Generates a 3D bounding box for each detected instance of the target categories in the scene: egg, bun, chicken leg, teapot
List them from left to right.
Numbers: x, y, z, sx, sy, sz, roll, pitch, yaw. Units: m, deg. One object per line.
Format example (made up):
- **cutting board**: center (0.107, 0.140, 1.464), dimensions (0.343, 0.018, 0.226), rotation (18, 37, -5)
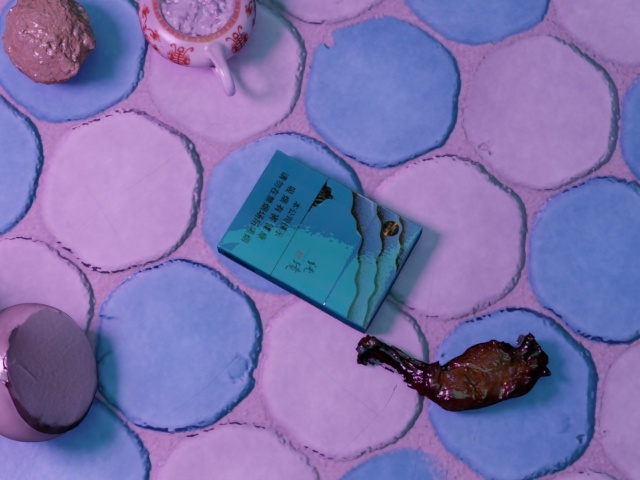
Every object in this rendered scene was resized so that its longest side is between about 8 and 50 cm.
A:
- **bun**: center (-0.368, 0.167, 1.530), dimensions (0.119, 0.173, 0.173), rotation (-14, 71, 32)
- **egg**: center (-0.369, -0.275, 1.672), dimensions (0.118, 0.116, 0.140), rotation (-18, 72, 23)
- **teapot**: center (-0.164, -0.303, 1.688), dimensions (0.159, 0.116, 0.245), rotation (-23, 73, -21)
- **chicken leg**: center (0.170, 0.167, 1.588), dimensions (0.253, 0.051, 0.106), rotation (3, 68, 1)

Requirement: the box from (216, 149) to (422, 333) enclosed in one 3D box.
- **box**: center (0.000, 0.000, 1.636), dimensions (0.226, 0.042, 0.161), rotation (29, 76, 8)
